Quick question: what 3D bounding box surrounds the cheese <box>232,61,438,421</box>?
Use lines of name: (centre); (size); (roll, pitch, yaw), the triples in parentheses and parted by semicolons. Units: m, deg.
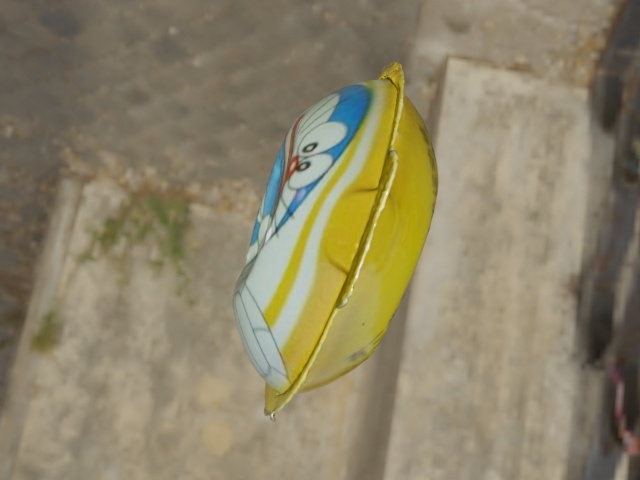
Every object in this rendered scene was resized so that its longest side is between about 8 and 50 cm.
cheese: (0.000, 0.000, 0.821); (0.069, 0.177, 0.270); (20, 176, -8)
